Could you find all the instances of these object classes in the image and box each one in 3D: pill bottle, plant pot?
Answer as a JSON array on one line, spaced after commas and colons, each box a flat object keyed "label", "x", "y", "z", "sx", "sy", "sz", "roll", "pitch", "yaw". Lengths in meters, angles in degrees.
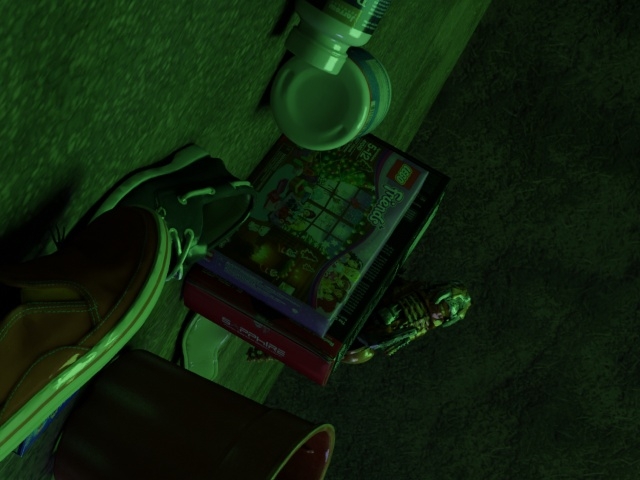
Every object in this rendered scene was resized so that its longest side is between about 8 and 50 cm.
[{"label": "pill bottle", "x": 0.021, "y": -0.184, "z": 1.684, "sx": 0.124, "sy": 0.124, "sz": 0.221, "roll": -61, "pitch": 174, "yaw": 14}, {"label": "pill bottle", "x": 0.029, "y": -0.272, "z": 1.465, "sx": 0.169, "sy": 0.094, "sz": 0.094, "roll": -61, "pitch": 173, "yaw": 14}, {"label": "plant pot", "x": -0.164, "y": 0.281, "z": 1.647, "sx": 0.272, "sy": 0.265, "sz": 0.272, "roll": -53, "pitch": 161, "yaw": -27}]

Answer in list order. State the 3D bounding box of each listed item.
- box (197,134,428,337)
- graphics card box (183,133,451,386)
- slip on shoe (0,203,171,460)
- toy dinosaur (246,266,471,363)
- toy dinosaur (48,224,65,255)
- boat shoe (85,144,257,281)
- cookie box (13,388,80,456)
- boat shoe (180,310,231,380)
[{"label": "box", "x": -0.007, "y": -0.034, "z": 1.811, "sx": 0.293, "sy": 0.201, "sz": 0.057, "roll": -55, "pitch": 172, "yaw": -34}, {"label": "graphics card box", "x": 0.000, "y": 0.000, "z": 1.884, "sx": 0.371, "sy": 0.232, "sz": 0.094, "roll": -56, "pitch": 170, "yaw": -33}, {"label": "slip on shoe", "x": -0.219, "y": 0.056, "z": 1.002, "sx": 0.123, "sy": 0.101, "sz": 0.331, "roll": -9, "pitch": -154, "yaw": 35}, {"label": "toy dinosaur", "x": 0.052, "y": 0.108, "z": 1.959, "sx": 0.218, "sy": 0.321, "sz": 0.164, "roll": -97, "pitch": -172, "yaw": -70}, {"label": "toy dinosaur", "x": -0.215, "y": 0.032, "z": 1.144, "sx": 0.082, "sy": 0.090, "sz": 0.047, "roll": -25, "pitch": -179, "yaw": -14}, {"label": "boat shoe", "x": -0.148, "y": -0.013, "z": 1.311, "sx": 0.114, "sy": 0.091, "sz": 0.302, "roll": -63, "pitch": 173, "yaw": 32}, {"label": "cookie box", "x": -0.272, "y": 0.144, "z": 1.315, "sx": 0.107, "sy": 0.040, "sz": 0.092, "roll": -52, "pitch": 170, "yaw": -47}, {"label": "boat shoe", "x": -0.180, "y": 0.139, "z": 2.015, "sx": 0.206, "sy": 0.075, "sz": 0.065, "roll": 106, "pitch": -27, "yaw": -49}]
